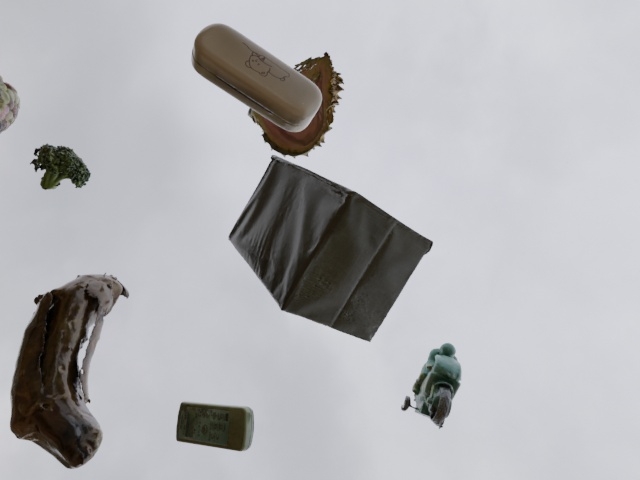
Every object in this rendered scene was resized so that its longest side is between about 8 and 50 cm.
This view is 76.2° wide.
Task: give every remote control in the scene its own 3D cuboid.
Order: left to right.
[{"bbox_3d":[-0.264,0.455,1.008,0.233,0.038,0.098,-9,-111,30],"label":"remote control"}]

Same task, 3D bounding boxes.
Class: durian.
[{"bbox_3d":[-0.052,-0.332,1.130,0.305,0.185,0.196,-23,-105,23],"label":"durian"}]

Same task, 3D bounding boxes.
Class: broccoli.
[{"bbox_3d":[-0.503,-0.137,0.790,0.095,0.097,0.092,35,-80,52],"label":"broccoli"}]

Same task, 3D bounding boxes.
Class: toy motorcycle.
[{"bbox_3d":[0.287,0.358,1.033,0.109,0.296,0.198,19,-110,10],"label":"toy motorcycle"}]

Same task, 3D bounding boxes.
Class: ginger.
[{"bbox_3d":[-0.380,0.174,0.612,0.107,0.133,0.309,-42,-140,36],"label":"ginger"}]

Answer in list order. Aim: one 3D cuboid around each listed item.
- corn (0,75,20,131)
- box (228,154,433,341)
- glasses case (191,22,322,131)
[{"bbox_3d":[-0.452,-0.125,0.466,0.092,0.280,0.092,0,-52,0],"label":"corn"},{"bbox_3d":[0.000,0.000,0.555,0.149,0.155,0.231,-60,-145,5],"label":"box"},{"bbox_3d":[-0.092,-0.237,0.599,0.196,0.083,0.050,30,-33,-9],"label":"glasses case"}]
